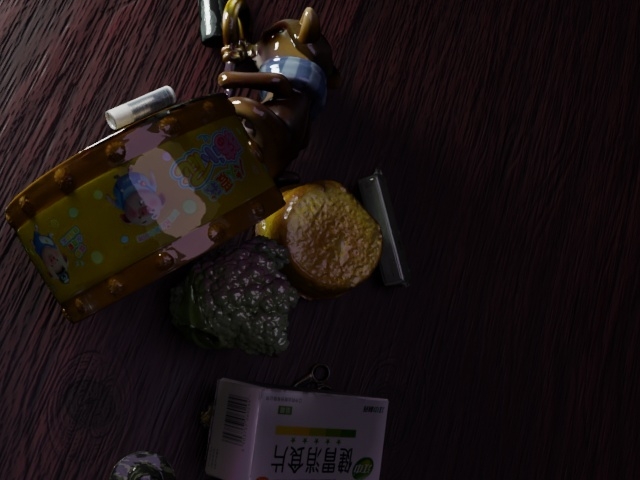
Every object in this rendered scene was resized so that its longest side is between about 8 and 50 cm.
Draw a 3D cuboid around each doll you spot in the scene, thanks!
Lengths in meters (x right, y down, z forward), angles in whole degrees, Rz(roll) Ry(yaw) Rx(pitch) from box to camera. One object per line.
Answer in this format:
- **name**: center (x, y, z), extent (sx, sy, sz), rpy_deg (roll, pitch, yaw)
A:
- **doll**: center (-0.101, -0.300, 1.545), extent (0.318, 0.209, 0.339), rpy_deg (44, 61, -49)

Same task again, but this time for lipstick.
- **lipstick**: center (-0.348, -0.260, 1.480), extent (0.141, 0.040, 0.040), rpy_deg (-31, 94, -29)

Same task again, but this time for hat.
- **hat**: center (-0.314, 0.433, 1.350), extent (0.121, 0.050, 0.121), rpy_deg (5, 78, -23)

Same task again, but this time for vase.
- **vase**: center (-0.228, -0.511, 1.582), extent (0.060, 0.060, 0.211), rpy_deg (-2, 80, -27)

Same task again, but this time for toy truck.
- **toy truck**: center (-0.175, 0.353, 1.429), extent (0.123, 0.063, 0.052), rpy_deg (43, 64, -13)

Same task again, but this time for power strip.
- **power strip**: center (0.140, -0.024, 1.655), extent (0.078, 0.052, 0.272), rpy_deg (-2, 77, -71)

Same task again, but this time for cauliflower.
- **cauliflower**: center (-0.146, 0.131, 1.419), extent (0.256, 0.315, 0.238), rpy_deg (-18, 57, 10)

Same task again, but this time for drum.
- **drum**: center (-0.284, -0.051, 1.263), extent (0.431, 0.431, 0.214), rpy_deg (-33, 96, -28)

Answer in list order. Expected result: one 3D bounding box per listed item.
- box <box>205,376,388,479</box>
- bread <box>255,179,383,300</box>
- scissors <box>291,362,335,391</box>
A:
- **box**: center (-0.034, 0.361, 1.408), extent (0.333, 0.145, 0.173), rpy_deg (15, 80, -39)
- **bread**: center (0.000, 0.000, 1.546), extent (0.269, 0.146, 0.268), rpy_deg (4, 81, -24)
- **scissors**: center (-0.071, 0.306, 1.519), extent (0.220, 0.017, 0.088), rpy_deg (-8, 85, -27)
